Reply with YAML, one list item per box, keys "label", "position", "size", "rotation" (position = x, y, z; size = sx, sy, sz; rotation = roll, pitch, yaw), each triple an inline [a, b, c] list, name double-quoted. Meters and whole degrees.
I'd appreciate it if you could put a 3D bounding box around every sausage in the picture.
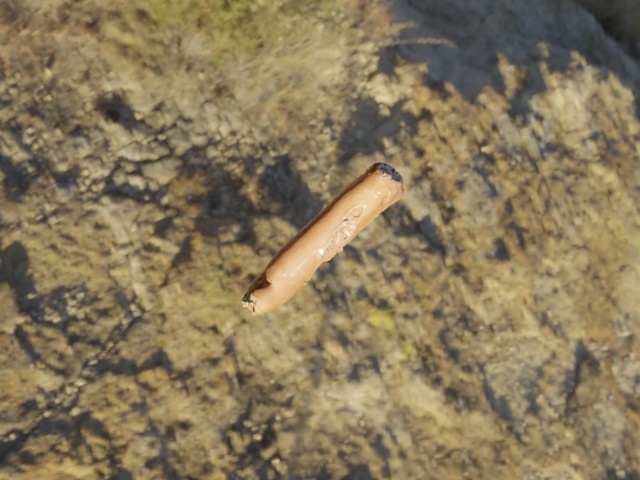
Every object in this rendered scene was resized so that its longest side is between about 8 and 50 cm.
- label: "sausage"
  position: [0.000, 0.000, 0.792]
  size: [0.036, 0.158, 0.042]
  rotation: [53, 13, 27]
